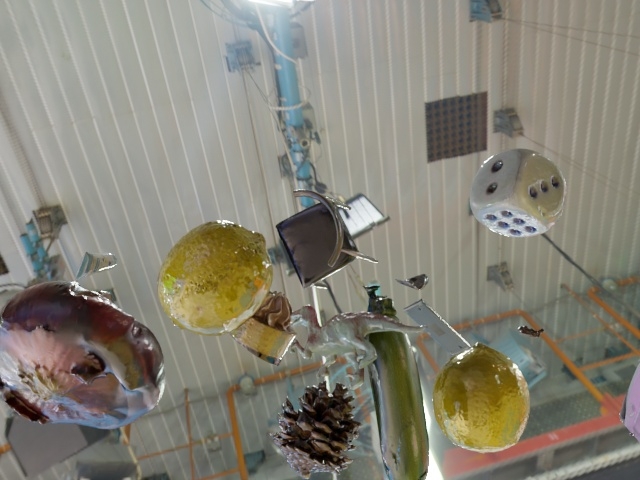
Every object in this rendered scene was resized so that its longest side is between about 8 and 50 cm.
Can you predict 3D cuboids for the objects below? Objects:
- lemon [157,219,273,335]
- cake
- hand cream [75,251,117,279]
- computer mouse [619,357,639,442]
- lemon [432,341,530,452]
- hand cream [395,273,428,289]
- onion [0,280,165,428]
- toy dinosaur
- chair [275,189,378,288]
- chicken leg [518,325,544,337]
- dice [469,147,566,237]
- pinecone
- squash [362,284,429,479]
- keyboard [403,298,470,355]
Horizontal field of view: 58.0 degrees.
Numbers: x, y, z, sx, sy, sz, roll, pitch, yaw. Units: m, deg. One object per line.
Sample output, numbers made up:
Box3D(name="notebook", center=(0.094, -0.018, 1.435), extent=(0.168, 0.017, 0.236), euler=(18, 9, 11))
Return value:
Box3D(name="lemon", center=(-0.253, 0.095, 1.381), extent=(0.310, 0.258, 0.258), euler=(-44, -61, 8))
Box3D(name="cake", center=(-0.146, 0.230, 1.650), extent=(0.207, 0.185, 0.178), euler=(38, -93, -32))
Box3D(name="hand cream", center=(-0.503, 0.050, 1.296), extent=(0.043, 0.170, 0.065), euler=(20, -88, 1))
Box3D(name="computer mouse", center=(0.439, 0.227, 0.629), extent=(0.071, 0.310, 0.158), euler=(11, -76, -2))
Box3D(name="lemon", center=(0.297, 0.293, 1.077), extent=(0.178, 0.178, 0.203), euler=(1, -97, -16))
Box3D(name="hand cream", center=(0.269, 0.120, 1.659), extent=(0.163, 0.062, 0.039), euler=(-3, -67, -60))
Box3D(name="onion", center=(-0.360, 0.164, 0.895), extent=(0.271, 0.195, 0.272), euler=(4, -55, 6))
Box3D(name="toy dinosaur", center=(0.052, 0.142, 0.911), extent=(0.242, 0.167, 0.053), euler=(-32, -40, 28))
Box3D(name="chair", center=(0.000, 0.000, 1.332), extent=(0.166, 0.188, 0.272), euler=(-29, -16, 11))
Box3D(name="chicken leg", center=(0.597, 0.260, 1.630), extent=(0.083, 0.036, 0.021), euler=(9, -52, -9))
Box3D(name="dice", center=(0.547, -0.130, 1.608), extent=(0.193, 0.194, 0.192), euler=(30, -110, -24))
Box3D(name="pinecone", center=(-0.002, 0.330, 1.018), extent=(0.173, 0.174, 0.174), euler=(-6, -61, -12))
Box3D(name="squash", center=(0.119, 0.232, 0.925), extent=(0.087, 0.087, 0.332), euler=(-6, -100, -12))
Box3D(name="keyboard", center=(0.264, 0.198, 1.303), extent=(0.176, 0.014, 0.055), euler=(43, -55, -18))
